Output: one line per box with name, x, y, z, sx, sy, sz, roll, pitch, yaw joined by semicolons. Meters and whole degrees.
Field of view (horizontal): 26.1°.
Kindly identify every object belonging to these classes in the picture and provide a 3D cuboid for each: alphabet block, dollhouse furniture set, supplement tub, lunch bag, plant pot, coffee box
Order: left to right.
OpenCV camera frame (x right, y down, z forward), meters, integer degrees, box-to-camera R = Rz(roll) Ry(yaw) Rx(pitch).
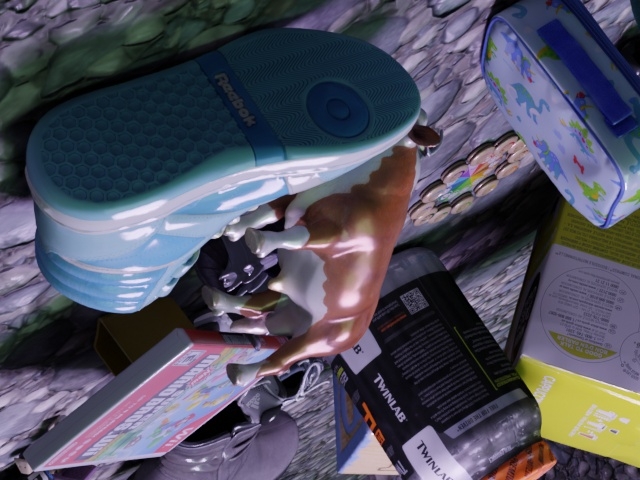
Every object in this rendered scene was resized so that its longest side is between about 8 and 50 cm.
dollhouse furniture set;-0.296;0.217;1.626;0.114;0.091;0.081;-49;140;-55
plant pot;-0.175;0.105;1.421;0.083;0.081;0.081;-32;164;-26
alphabet block;0.136;0.238;2.075;0.197;0.192;0.193;4;154;-12
supplement tub;0.152;0.196;1.834;0.207;0.338;0.207;-30;162;-11
lunch bag;0.247;-0.127;1.313;0.090;0.219;0.176;-33;163;-7
coffee box;0.459;0.119;1.983;0.337;0.338;0.334;94;14;-69

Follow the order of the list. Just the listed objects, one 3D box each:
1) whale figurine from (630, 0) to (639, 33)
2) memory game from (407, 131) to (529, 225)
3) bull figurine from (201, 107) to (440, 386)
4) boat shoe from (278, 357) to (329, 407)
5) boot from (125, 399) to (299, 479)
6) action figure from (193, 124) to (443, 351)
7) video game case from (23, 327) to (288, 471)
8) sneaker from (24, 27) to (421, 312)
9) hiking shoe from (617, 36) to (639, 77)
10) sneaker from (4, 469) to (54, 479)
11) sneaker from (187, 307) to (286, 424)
whale figurine;0.359;-0.197;1.331;0.216;0.141;0.272;71;34;-65
memory game;0.189;-0.075;1.718;0.186;0.012;0.186;-31;163;-10
bull figurine;0.000;0.000;1.223;0.188;0.101;0.310;-18;138;-25
boat shoe;-0.051;0.182;1.866;0.095;0.079;0.254;-38;163;11
boot;-0.114;0.285;1.995;0.338;0.118;0.222;-22;155;-47
action figure;0.011;-0.023;1.380;0.285;0.099;0.185;-38;151;-3
video game case;-0.155;0.162;1.418;0.204;0.025;0.285;-39;164;12
sneaker;-0.085;-0.048;1.082;0.319;0.127;0.208;-15;155;-25
hiking shoe;0.354;-0.186;1.634;0.227;0.086;0.114;-41;150;5
sneaker;-0.371;0.307;1.633;0.121;0.079;0.217;-44;169;21
sneaker;-0.098;0.153;1.601;0.086;0.132;0.229;-38;164;13
